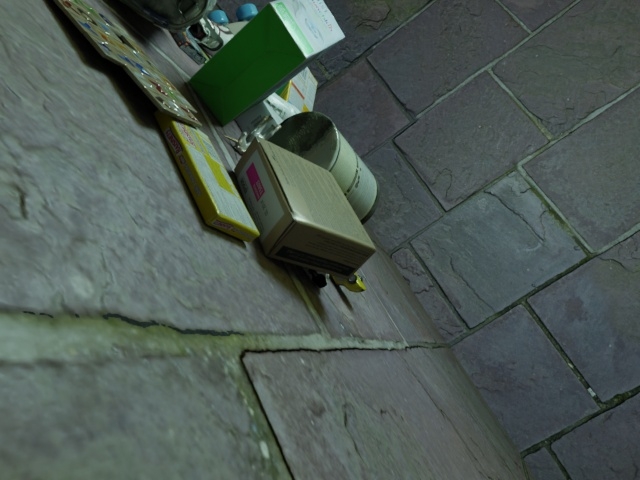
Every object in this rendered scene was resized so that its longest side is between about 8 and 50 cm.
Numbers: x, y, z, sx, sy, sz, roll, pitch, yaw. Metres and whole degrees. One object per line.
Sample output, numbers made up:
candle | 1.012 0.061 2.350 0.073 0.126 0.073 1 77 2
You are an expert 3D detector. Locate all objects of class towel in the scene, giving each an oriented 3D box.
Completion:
towel | -0.341 -0.531 1.288 0.060 0.009 0.083 51 11 -24

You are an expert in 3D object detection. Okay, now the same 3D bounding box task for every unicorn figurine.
unicorn figurine | -0.144 -0.230 1.005 0.060 0.111 0.162 45 -4 -2

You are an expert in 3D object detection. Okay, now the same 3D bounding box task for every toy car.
toy car | 0.000 0.000 1.016 0.225 0.053 0.239 46 13 -40
toy car | -0.286 -0.650 1.585 0.219 0.210 0.238 67 -20 -3

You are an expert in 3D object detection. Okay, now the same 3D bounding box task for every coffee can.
coffee can | 0.009 -0.159 1.126 0.275 0.201 0.201 36 21 -57

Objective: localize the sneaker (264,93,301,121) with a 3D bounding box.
sneaker | -0.171 -0.379 1.287 0.305 0.114 0.152 37 18 -11

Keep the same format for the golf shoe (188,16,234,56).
golf shoe | -0.339 -0.602 1.331 0.273 0.105 0.120 35 33 -43

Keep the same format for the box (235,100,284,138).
box | -0.124 -0.267 1.197 0.130 0.091 0.170 59 11 25

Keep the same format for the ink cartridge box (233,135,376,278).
ink cartridge box | -0.032 -0.058 0.806 0.193 0.088 0.235 19 34 -40

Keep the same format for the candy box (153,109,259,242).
candy box | -0.161 -0.094 0.642 0.206 0.027 0.105 59 14 24

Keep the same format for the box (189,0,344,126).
box | -0.114 -0.399 0.982 0.127 0.262 0.231 54 36 -15

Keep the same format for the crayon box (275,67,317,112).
crayon box | -0.106 -0.444 1.543 0.203 0.083 0.323 31 66 -67

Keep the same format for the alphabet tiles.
alphabet tiles | -0.271 -0.259 0.647 0.237 0.009 0.198 48 9 4

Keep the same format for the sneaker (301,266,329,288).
sneaker | -0.017 0.043 0.832 0.109 0.040 0.044 50 13 -22

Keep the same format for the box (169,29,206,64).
box | -0.353 -0.526 1.158 0.137 0.027 0.094 58 11 15

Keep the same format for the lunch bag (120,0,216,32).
lunch bag | -0.315 -0.549 0.883 0.256 0.212 0.305 49 12 -27
